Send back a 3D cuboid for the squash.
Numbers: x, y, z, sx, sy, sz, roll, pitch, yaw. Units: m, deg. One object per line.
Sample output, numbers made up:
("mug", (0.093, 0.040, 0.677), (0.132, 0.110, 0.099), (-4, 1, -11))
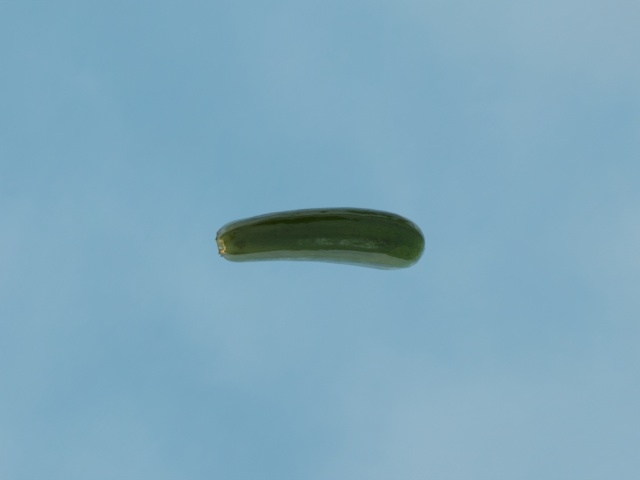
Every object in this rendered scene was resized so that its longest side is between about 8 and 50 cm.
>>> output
("squash", (0.000, -0.001, 0.828), (0.089, 0.027, 0.027), (3, -106, -7))
